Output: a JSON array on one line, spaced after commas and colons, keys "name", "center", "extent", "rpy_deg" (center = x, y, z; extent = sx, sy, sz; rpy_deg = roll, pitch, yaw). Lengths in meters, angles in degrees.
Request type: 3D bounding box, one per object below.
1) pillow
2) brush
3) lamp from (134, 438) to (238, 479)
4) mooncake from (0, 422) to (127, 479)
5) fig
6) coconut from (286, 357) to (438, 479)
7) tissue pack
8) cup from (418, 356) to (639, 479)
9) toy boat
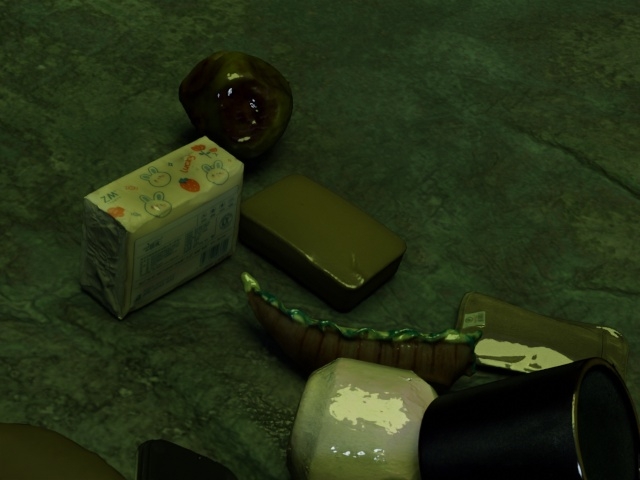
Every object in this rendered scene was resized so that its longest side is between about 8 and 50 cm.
[{"name": "pillow", "center": [0.269, 0.128, 1.740], "extent": [0.217, 0.033, 0.130], "rpy_deg": [16, 43, 2]}, {"name": "brush", "center": [0.000, 0.000, 1.795], "extent": [0.197, 0.059, 0.123], "rpy_deg": [35, 48, 24]}, {"name": "lamp", "center": [-0.210, 0.263, 1.366], "extent": [0.283, 0.124, 0.203], "rpy_deg": [-26, 38, 22]}, {"name": "mooncake", "center": [-0.289, 0.377, 1.061], "extent": [0.466, 0.262, 0.467], "rpy_deg": [-4, 50, 4]}, {"name": "fig", "center": [-0.107, -0.184, 1.913], "extent": [0.154, 0.144, 0.165], "rpy_deg": [14, 17, 28]}, {"name": "coconut", "center": [0.059, 0.213, 1.490], "extent": [0.182, 0.171, 0.171], "rpy_deg": [15, 40, 6]}, {"name": "tissue pack", "center": [-0.189, -0.017, 1.694], "extent": [0.092, 0.148, 0.196], "rpy_deg": [33, 44, 26]}, {"name": "cup", "center": [0.227, 0.221, 1.434], "extent": [0.239, 0.177, 0.166], "rpy_deg": [24, 58, -51]}, {"name": "toy boat", "center": [0.036, 0.116, 1.642], "extent": [0.292, 0.108, 0.099], "rpy_deg": [13, 72, 8]}]
